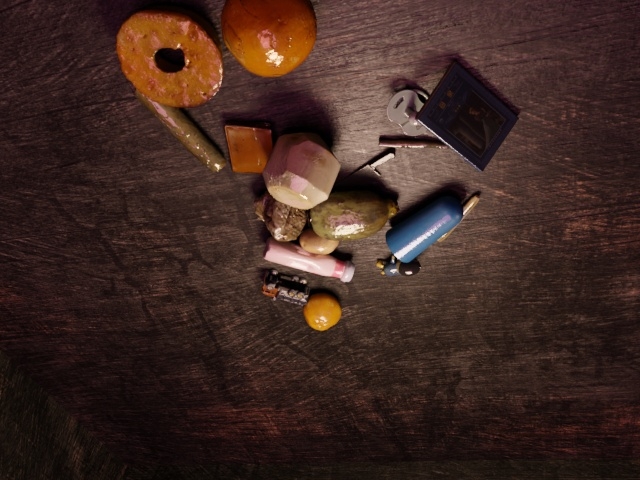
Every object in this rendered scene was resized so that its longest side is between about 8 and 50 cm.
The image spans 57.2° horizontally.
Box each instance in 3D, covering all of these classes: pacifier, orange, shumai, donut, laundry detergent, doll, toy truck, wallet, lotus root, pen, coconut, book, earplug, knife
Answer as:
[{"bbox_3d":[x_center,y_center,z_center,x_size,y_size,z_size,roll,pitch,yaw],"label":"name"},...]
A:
[{"bbox_3d":[0.268,-0.363,1.674,0.126,0.117,0.150,-42,115,10],"label":"pacifier"},{"bbox_3d":[-0.130,-0.534,1.474,0.245,0.246,0.246,5,135,5],"label":"orange"},{"bbox_3d":[-0.152,-0.097,1.973,0.175,0.206,0.166,0,171,33],"label":"shumai"},{"bbox_3d":[-0.405,-0.519,1.633,0.302,0.110,0.303,6,133,6],"label":"donut"},{"bbox_3d":[-0.039,0.071,2.146,0.334,0.159,0.088,17,91,-10],"label":"laundry detergent"},{"bbox_3d":[0.007,0.287,2.345,0.158,0.136,0.159,4,132,5],"label":"orange"},{"bbox_3d":[0.292,0.092,2.148,0.179,0.089,0.102,4,140,40],"label":"doll"},{"bbox_3d":[-0.135,0.189,2.308,0.192,0.083,0.092,17,140,-9],"label":"toy truck"},{"bbox_3d":[-0.219,-0.294,1.875,0.160,0.042,0.196,6,138,11],"label":"wallet"},{"bbox_3d":[0.107,-0.092,1.950,0.309,0.173,0.173,-7,133,6],"label":"lotus root"},{"bbox_3d":[0.460,-0.076,1.986,0.040,0.032,0.233,38,131,5],"label":"pen"},{"bbox_3d":[-0.058,-0.225,1.801,0.241,0.241,0.241,5,135,5],"label":"coconut"},{"bbox_3d":[0.416,-0.343,1.653,0.269,0.025,0.191,33,92,-22],"label":"book"},{"bbox_3d":[0.359,-0.049,1.965,0.132,0.133,0.273,36,126,-24],"label":"earplug"},{"bbox_3d":[0.157,-0.217,1.906,0.245,0.019,0.072,-30,127,36],"label":"knife"}]

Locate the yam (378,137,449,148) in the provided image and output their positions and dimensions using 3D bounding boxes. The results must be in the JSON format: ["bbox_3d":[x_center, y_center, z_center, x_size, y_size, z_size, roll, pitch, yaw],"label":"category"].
[{"bbox_3d":[0.294,-0.297,1.797,0.234,0.029,0.027,3,162,5],"label":"yam"}]

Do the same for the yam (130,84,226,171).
[{"bbox_3d":[-0.434,-0.355,1.823,0.083,0.083,0.371,-24,127,29],"label":"yam"}]

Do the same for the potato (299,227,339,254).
[{"bbox_3d":[-0.003,-0.001,2.084,0.146,0.112,0.112,7,136,15],"label":"potato"}]
